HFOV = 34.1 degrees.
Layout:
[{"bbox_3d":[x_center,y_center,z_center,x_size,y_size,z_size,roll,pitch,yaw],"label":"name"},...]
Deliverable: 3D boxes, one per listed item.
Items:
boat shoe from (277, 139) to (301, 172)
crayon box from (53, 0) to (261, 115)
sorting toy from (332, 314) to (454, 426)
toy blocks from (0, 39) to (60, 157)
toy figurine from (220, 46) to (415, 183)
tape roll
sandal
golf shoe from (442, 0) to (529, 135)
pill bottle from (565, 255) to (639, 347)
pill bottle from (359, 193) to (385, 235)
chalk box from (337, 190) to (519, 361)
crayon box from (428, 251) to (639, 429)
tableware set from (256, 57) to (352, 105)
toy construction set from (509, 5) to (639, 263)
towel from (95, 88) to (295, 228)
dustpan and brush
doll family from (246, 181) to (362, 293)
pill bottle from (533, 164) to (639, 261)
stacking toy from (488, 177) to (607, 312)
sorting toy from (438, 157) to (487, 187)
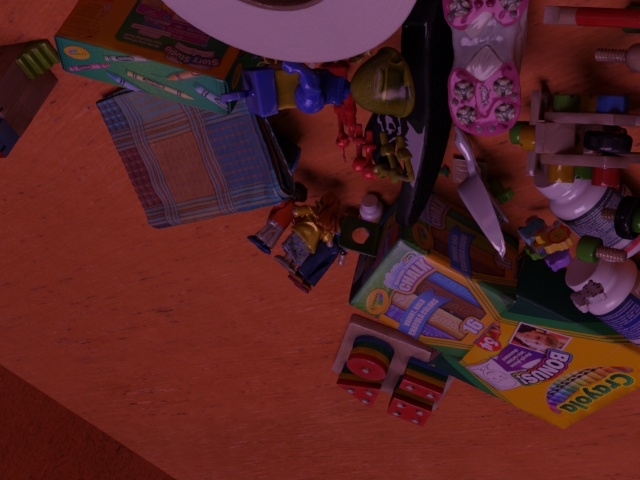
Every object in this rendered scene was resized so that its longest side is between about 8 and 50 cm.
[{"bbox_3d":[-0.132,-0.115,1.848,0.089,0.109,0.258,32,145,-23],"label":"boat shoe"},{"bbox_3d":[-0.236,-0.305,1.579,0.279,0.165,0.081,17,147,11],"label":"crayon box"},{"bbox_3d":[0.155,0.299,2.297,0.256,0.089,0.257,21,148,4],"label":"sorting toy"},{"bbox_3d":[-0.661,-0.221,1.879,0.382,0.260,0.190,0,141,31],"label":"toy blocks"},{"bbox_3d":[-0.025,-0.177,1.427,0.217,0.191,0.362,-3,-167,-13],"label":"toy figurine"},{"bbox_3d":[-0.062,-0.366,1.197,0.392,0.072,0.392,15,148,10],"label":"tape roll"},{"bbox_3d":[0.131,-0.207,1.518,0.107,0.167,0.445,20,140,18],"label":"sandal"},{"bbox_3d":[0.220,-0.296,1.367,0.115,0.140,0.306,8,122,10],"label":"golf shoe"},{"bbox_3d":[0.506,0.091,1.749,0.187,0.112,0.112,34,146,-18],"label":"pill bottle"},{"bbox_3d":[0.094,-0.045,1.870,0.043,0.043,0.083,9,145,21],"label":"pill bottle"},{"bbox_3d":[0.169,0.037,1.779,0.289,0.180,0.179,29,128,-11],"label":"chalk box"},{"bbox_3d":[0.424,0.201,1.967,0.313,0.106,0.363,27,148,-6],"label":"crayon box"},{"bbox_3d":[-0.024,-0.258,1.650,0.154,0.024,0.104,27,148,-7],"label":"tableware set"},{"bbox_3d":[0.338,-0.173,1.401,0.237,0.257,0.308,14,128,37],"label":"toy construction set"},{"bbox_3d":[-0.223,-0.163,1.795,0.370,0.040,0.271,-11,106,42],"label":"towel"},{"bbox_3d":[0.248,-0.083,1.648,0.060,0.147,0.211,-34,100,10],"label":"dustpan and brush"},{"bbox_3d":[0.000,0.000,1.879,0.118,0.163,0.263,31,170,35],"label":"doll family"},{"bbox_3d":[0.414,-0.058,1.591,0.180,0.108,0.108,38,145,-23],"label":"pill bottle"},{"bbox_3d":[0.361,0.000,1.670,0.167,0.052,0.221,52,-177,-36],"label":"stacking toy"},{"bbox_3d":[0.232,-0.115,1.711,0.083,0.012,0.062,11,144,18],"label":"sorting toy"}]
